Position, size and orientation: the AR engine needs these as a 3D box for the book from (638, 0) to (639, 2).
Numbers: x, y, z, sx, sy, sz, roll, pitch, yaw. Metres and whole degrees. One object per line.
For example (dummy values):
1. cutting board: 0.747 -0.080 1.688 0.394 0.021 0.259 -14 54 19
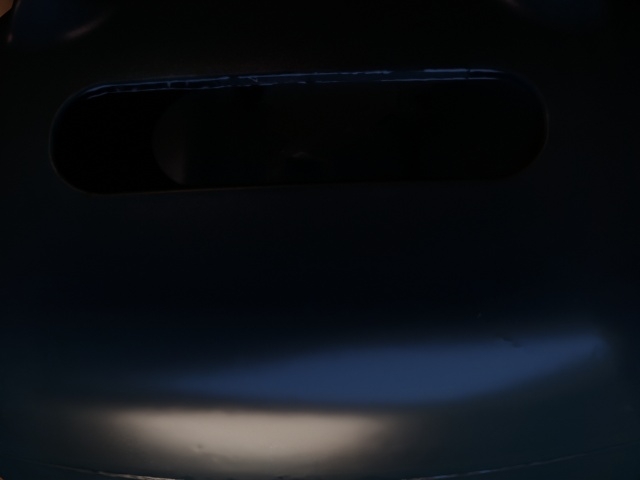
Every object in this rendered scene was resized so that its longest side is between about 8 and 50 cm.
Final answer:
1. book: 0.095 -0.075 0.767 0.242 0.018 0.170 0 149 -1

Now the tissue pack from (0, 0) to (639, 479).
1. tissue pack: 0.000 0.000 0.678 0.287 0.198 0.206 -1 150 7
